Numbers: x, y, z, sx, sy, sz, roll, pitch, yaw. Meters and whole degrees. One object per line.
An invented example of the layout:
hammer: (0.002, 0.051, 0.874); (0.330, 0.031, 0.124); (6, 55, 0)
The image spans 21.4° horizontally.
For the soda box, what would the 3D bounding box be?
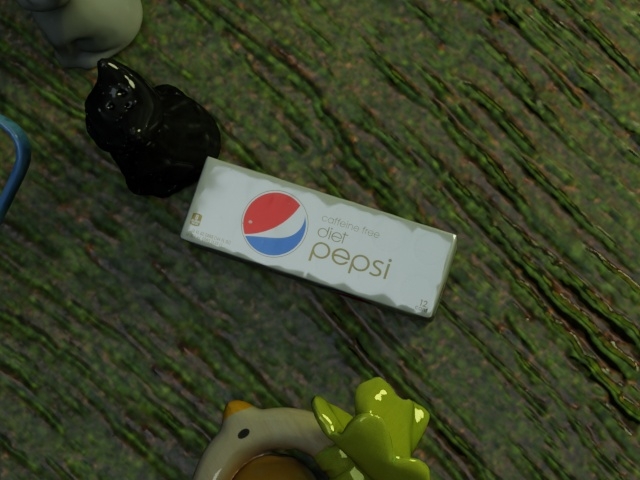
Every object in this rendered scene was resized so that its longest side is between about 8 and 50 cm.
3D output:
soda box: (0.000, 0.000, 1.388); (0.216, 0.069, 0.074); (18, 86, 6)

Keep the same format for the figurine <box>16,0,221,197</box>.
figurine: (-0.173, -0.148, 1.347); (0.092, 0.209, 0.215); (-31, 82, 1)

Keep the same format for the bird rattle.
bird rattle: (-0.007, 0.230, 1.363); (0.207, 0.143, 0.254); (16, 99, 18)

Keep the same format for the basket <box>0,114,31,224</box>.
basket: (-0.387, -0.004, 1.356); (0.254, 0.201, 0.289); (23, 97, 8)
